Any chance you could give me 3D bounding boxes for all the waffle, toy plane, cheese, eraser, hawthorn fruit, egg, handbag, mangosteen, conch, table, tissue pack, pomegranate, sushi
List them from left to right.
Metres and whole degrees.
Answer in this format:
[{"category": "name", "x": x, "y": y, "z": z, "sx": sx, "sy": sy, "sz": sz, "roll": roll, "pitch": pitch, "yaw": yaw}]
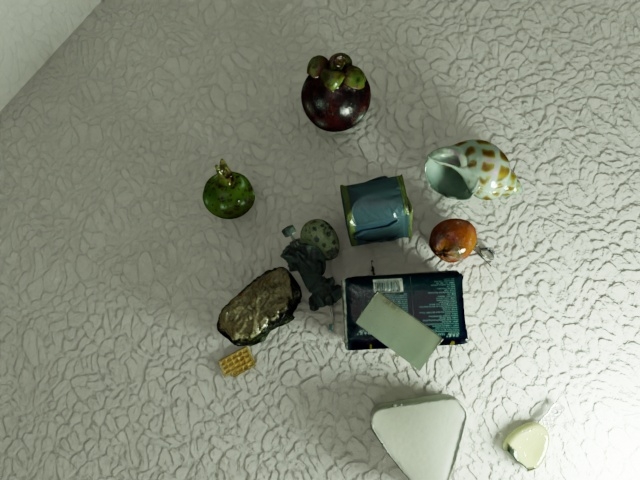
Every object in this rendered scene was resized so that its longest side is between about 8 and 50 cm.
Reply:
[{"category": "pomegranate", "x": -0.375, "y": -0.202, "z": 1.691, "sx": 0.211, "sy": 0.263, "sz": 0.211, "roll": 3, "pitch": 52, "yaw": -4}, {"category": "waffle", "x": -0.329, "y": 0.485, "z": 1.642, "sx": 0.135, "sy": 0.021, "sz": 0.092, "roll": -30, "pitch": 75, "yaw": 0}, {"category": "sushi", "x": -0.230, "y": 0.261, "z": 1.601, "sx": 0.350, "sy": 0.171, "sz": 0.211, "roll": -39, "pitch": 74, "yaw": -3}, {"category": "egg", "x": 0.000, "y": 0.000, "z": 1.641, "sx": 0.141, "sy": 0.141, "sz": 0.182, "roll": -38, "pitch": 79, "yaw": -2}, {"category": "mangosteen", "x": 0.062, "y": -0.592, "z": 1.691, "sx": 0.300, "sy": 0.300, "sz": 0.300, "roll": -2, "pitch": 77, "yaw": 8}, {"category": "handbag", "x": 0.210, "y": -0.112, "z": 1.577, "sx": 0.241, "sy": 0.263, "sz": 0.222, "roll": -9, "pitch": 59, "yaw": 4}, {"category": "table", "x": 0.240, "y": 0.274, "z": 1.306, "sx": 0.240, "sy": 0.111, "sz": 0.121, "roll": 37, "pitch": 91, "yaw": 7}, {"category": "tissue pack", "x": 0.292, "y": 0.247, "z": 1.488, "sx": 0.416, "sy": 0.253, "sz": 0.264, "roll": -5, "pitch": 79, "yaw": 7}, {"category": "eraser", "x": 0.350, "y": 0.706, "z": 1.435, "sx": 0.331, "sy": 0.150, "sz": 0.331, "roll": -2, "pitch": 75, "yaw": 7}, {"category": "hawthorn fruit", "x": 0.498, "y": -0.006, "z": 1.563, "sx": 0.173, "sy": 0.173, "sz": 0.173, "roll": -2, "pitch": 77, "yaw": 8}, {"category": "conch", "x": 0.591, "y": -0.253, "z": 1.591, "sx": 0.368, "sy": 0.197, "sz": 0.249, "roll": 37, "pitch": 120, "yaw": 13}, {"category": "toy plane", "x": 0.626, "y": 0.043, "z": 1.602, "sx": 0.049, "sy": 0.031, "sz": 0.121, "roll": -44, "pitch": 78, "yaw": 6}, {"category": "cheese", "x": 0.751, "y": 0.661, "z": 1.436, "sx": 0.127, "sy": 0.054, "sz": 0.251, "roll": 42, "pitch": 85, "yaw": 15}]

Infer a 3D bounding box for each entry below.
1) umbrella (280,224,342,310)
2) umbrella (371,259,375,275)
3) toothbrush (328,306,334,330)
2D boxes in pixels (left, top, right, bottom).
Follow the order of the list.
[{"category": "umbrella", "x": -0.043, "y": 0.102, "z": 1.569, "sx": 0.143, "sy": 0.094, "sz": 0.349, "roll": -30, "pitch": 102, "yaw": -16}, {"category": "umbrella", "x": 0.213, "y": 0.138, "z": 1.647, "sx": 0.013, "sy": 0.022, "sz": 0.122, "roll": -8, "pitch": 87, "yaw": -20}, {"category": "toothbrush", "x": 0.045, "y": 0.253, "z": 1.644, "sx": 0.022, "sy": 0.017, "sz": 0.204, "roll": 4, "pitch": 78, "yaw": -11}]
